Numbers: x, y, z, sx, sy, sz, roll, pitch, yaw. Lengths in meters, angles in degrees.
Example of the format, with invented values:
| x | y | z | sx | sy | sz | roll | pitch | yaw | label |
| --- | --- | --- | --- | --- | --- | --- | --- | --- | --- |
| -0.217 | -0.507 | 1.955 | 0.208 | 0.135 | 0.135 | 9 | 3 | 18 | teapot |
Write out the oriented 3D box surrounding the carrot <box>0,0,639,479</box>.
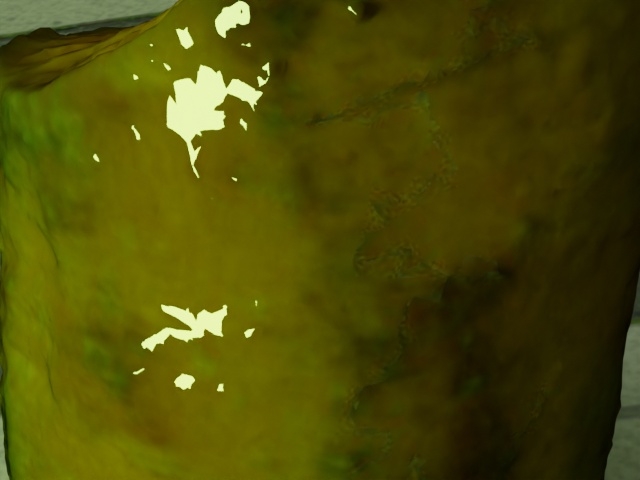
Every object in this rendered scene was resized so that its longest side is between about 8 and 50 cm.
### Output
| x | y | z | sx | sy | sz | roll | pitch | yaw | label |
| --- | --- | --- | --- | --- | --- | --- | --- | --- | --- |
| 0.000 | 0.000 | 0.708 | 0.241 | 0.340 | 0.241 | 4 | 20 | -2 | carrot |
